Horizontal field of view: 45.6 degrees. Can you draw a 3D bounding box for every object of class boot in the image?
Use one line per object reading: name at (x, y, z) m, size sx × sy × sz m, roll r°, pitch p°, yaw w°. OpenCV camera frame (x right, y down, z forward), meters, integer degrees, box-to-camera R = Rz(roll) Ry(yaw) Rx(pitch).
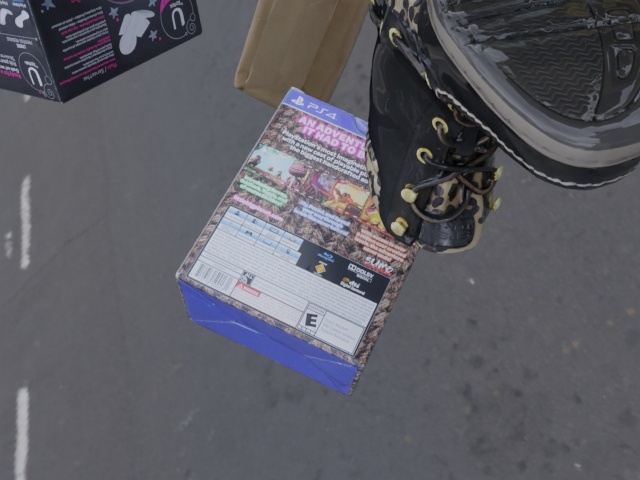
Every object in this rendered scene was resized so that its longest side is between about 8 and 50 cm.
boot at (0.121, -0.101, 0.619) m, size 0.138 × 0.284 × 0.377 m, roll -15°, pitch 46°, yaw -12°

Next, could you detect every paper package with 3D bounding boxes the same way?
paper package at (0.000, -0.427, 1.283) m, size 0.310 × 0.168 × 0.325 m, roll 118°, pitch 170°, yaw -48°

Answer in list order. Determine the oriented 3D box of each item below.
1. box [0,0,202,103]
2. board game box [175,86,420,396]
box at (-0.298, -0.289, 0.953) m, size 0.163 × 0.142 × 0.247 m, roll 16°, pitch 40°, yaw 32°
board game box at (0.000, 0.000, 0.936) m, size 0.232 × 0.141 × 0.291 m, roll 25°, pitch 66°, yaw 8°
